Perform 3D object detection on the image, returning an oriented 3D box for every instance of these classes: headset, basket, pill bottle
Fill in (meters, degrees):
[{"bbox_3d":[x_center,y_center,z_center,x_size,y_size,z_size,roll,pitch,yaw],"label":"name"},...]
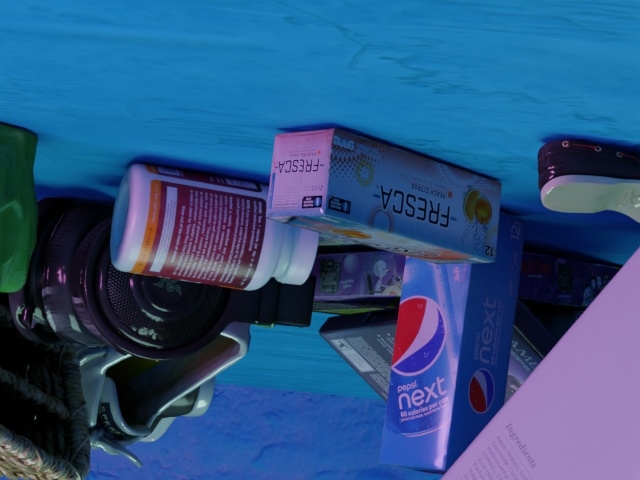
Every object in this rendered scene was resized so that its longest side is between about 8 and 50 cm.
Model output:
[{"bbox_3d":[-0.185,0.057,1.489,0.394,0.185,0.243,11,175,-42],"label":"headset"},{"bbox_3d":[-0.339,0.078,1.627,0.223,0.213,0.299,4,154,34],"label":"basket"},{"bbox_3d":[-0.082,-0.007,1.371,0.152,0.086,0.086,9,170,-17],"label":"pill bottle"}]

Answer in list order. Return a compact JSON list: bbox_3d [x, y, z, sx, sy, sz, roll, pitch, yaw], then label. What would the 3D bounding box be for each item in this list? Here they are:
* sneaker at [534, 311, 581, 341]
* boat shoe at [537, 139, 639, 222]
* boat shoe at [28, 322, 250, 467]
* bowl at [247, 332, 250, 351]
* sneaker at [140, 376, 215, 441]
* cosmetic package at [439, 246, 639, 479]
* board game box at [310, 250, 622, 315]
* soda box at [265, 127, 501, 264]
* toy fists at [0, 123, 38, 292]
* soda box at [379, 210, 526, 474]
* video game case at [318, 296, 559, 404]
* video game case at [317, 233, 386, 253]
[{"bbox_3d":[0.158,0.123,1.654,0.121,0.108,0.302,14,164,-11],"label":"sneaker"},{"bbox_3d":[0.203,-0.038,1.140,0.133,0.042,0.049,8,145,-17],"label":"boat shoe"},{"bbox_3d":[-0.214,0.161,1.787,0.367,0.156,0.136,-29,135,21],"label":"boat shoe"},{"bbox_3d":[-0.272,0.069,2.006,0.391,0.077,0.391,6,170,1],"label":"bowl"},{"bbox_3d":[-0.237,0.171,2.078,0.147,0.104,0.296,12,164,-20],"label":"sneaker"},{"bbox_3d":[0.255,0.160,1.293,0.217,0.156,0.385,9,128,-41],"label":"cosmetic package"},{"bbox_3d":[0.092,0.042,1.644,0.347,0.056,0.208,-3,176,44],"label":"board game box"},{"bbox_3d":[0.048,-0.028,1.226,0.058,0.063,0.183,-3,167,45],"label":"soda box"},{"bbox_3d":[-0.333,-0.028,1.241,0.279,0.142,0.096,13,169,-34],"label":"toy fists"},{"bbox_3d":[0.105,0.078,1.379,0.067,0.210,0.071,0,168,40],"label":"soda box"},{"bbox_3d":[0.140,0.129,1.562,0.196,0.026,0.274,46,151,-20],"label":"video game case"},{"bbox_3d":[0.000,0.000,1.596,0.122,0.011,0.087,1,169,28],"label":"video game case"}]
